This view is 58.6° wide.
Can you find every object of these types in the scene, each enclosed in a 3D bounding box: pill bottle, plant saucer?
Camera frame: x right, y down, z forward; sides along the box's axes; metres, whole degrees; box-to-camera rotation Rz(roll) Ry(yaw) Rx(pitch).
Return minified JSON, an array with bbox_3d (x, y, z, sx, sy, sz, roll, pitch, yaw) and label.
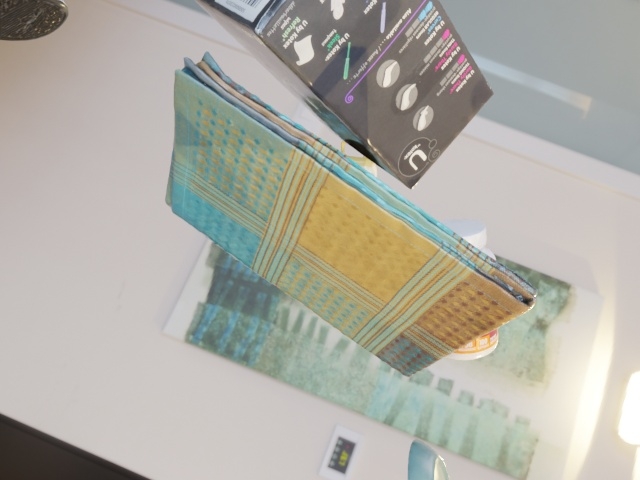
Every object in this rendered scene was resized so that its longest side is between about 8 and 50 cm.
[{"bbox_3d":[0.165,0.056,0.675,0.086,0.086,0.152,-59,144,-65],"label":"pill bottle"},{"bbox_3d":[0.111,0.253,0.550,0.119,0.021,0.119,-12,90,-71],"label":"plant saucer"}]

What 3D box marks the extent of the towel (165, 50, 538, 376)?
[{"bbox_3d":[0.000,0.000,0.600,0.040,0.370,0.271,-55,179,-31],"label":"towel"}]

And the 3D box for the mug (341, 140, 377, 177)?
[{"bbox_3d":[0.050,-0.106,0.859,0.062,0.064,0.078,-59,146,-54],"label":"mug"}]

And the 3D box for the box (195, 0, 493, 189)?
[{"bbox_3d":[0.028,-0.197,0.571,0.143,0.165,0.270,-50,137,5],"label":"box"}]

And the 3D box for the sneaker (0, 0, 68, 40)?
[{"bbox_3d":[-0.427,-0.328,0.605,0.123,0.178,0.295,-31,178,22],"label":"sneaker"}]
